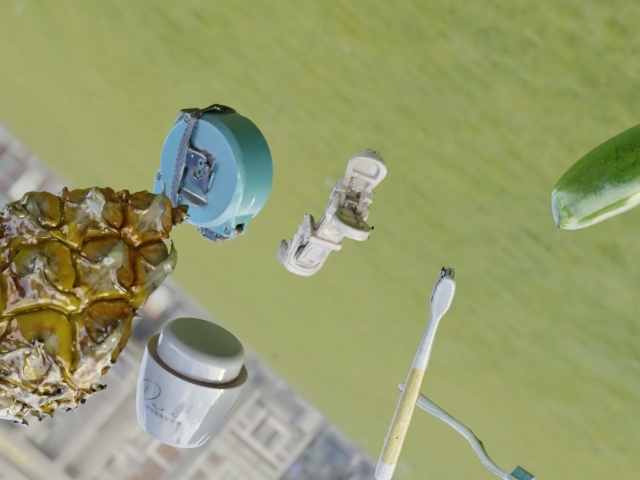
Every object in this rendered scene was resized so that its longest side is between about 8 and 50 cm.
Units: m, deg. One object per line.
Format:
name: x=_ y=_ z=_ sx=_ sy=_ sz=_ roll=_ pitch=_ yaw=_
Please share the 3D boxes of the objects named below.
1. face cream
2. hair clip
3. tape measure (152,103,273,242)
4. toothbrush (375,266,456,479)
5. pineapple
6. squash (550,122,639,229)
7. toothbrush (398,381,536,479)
face cream: x=-0.113 y=0.122 z=1.567 sx=0.091 sy=0.095 sz=0.091 roll=19 pitch=-158 yaw=-8
hair clip: x=0.000 y=0.000 z=1.516 sx=0.034 sy=0.072 sz=0.226 roll=19 pitch=154 yaw=-13
tape measure: x=-0.112 y=-0.074 z=1.968 sx=0.125 sy=0.146 sz=0.081 roll=28 pitch=-156 yaw=35
toothbrush: x=0.094 y=0.139 z=1.824 sx=0.021 sy=0.024 sz=0.288 roll=17 pitch=128 yaw=3
pineapple: x=-0.274 y=0.070 z=1.564 sx=0.161 sy=0.334 sz=0.158 roll=44 pitch=-156 yaw=-45
squash: x=0.372 y=-0.095 z=1.935 sx=0.082 sy=0.292 sz=0.082 roll=157 pitch=90 yaw=-86
toothbrush: x=0.172 y=0.239 z=2.240 sx=0.263 sy=0.026 sz=0.022 roll=34 pitch=164 yaw=47
